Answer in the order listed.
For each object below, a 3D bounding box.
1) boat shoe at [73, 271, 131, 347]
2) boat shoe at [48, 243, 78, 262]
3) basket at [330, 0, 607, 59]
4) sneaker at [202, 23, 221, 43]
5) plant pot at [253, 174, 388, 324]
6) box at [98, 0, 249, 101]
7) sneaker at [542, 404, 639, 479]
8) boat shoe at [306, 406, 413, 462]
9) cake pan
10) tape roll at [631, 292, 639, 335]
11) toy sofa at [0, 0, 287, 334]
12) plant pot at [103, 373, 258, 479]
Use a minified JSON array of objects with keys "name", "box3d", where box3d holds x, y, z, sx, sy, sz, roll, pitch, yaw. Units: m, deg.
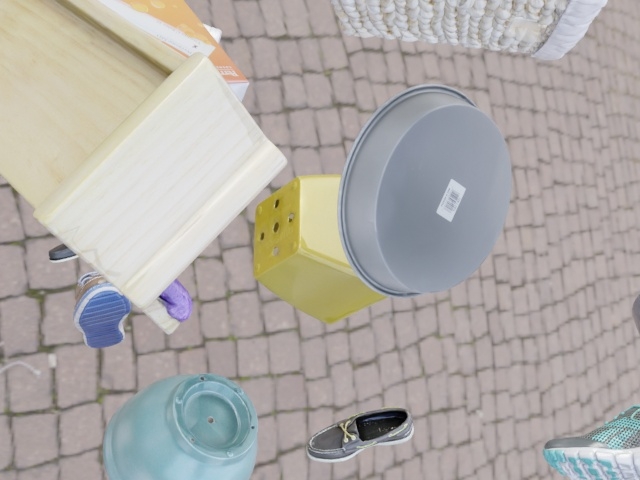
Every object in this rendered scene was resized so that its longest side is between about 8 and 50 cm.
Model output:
[{"name":"boat shoe","box3d":[-0.271,0.074,1.129,0.066,0.183,0.066,-10,69,-20]},{"name":"boat shoe","box3d":[-0.389,-0.004,1.541,0.133,0.049,0.042,-25,119,-15]},{"name":"basket","box3d":[0.157,-0.379,0.956,0.328,0.267,0.331,-15,112,-83]},{"name":"sneaker","box3d":[-0.288,-0.373,2.034,0.080,0.094,0.212,-89,-161,-69]},{"name":"plant pot","box3d":[0.000,0.000,1.610,0.187,0.212,0.212,18,60,-31]},{"name":"box","box3d":[-0.299,-0.270,1.363,0.215,0.168,0.345,-12,54,-41]},{"name":"sneaker","box3d":[0.310,0.203,0.945,0.076,0.167,0.065,-76,151,-42]},{"name":"boat shoe","box3d":[0.078,0.391,1.914,0.068,0.228,0.081,80,-6,-51]},{"name":"cake pan","box3d":[0.151,-0.058,1.237,0.293,0.054,0.293,-13,111,-36]},{"name":"tape roll","box3d":[0.501,0.089,1.145,0.219,0.219,0.072,30,40,-43]},{"name":"toy sofa","box3d":[-0.193,-0.100,0.727,0.150,0.362,0.177,-47,142,-8]},{"name":"plant pot","box3d":[-0.237,0.371,1.765,0.293,0.196,0.293,21,46,-23]}]
